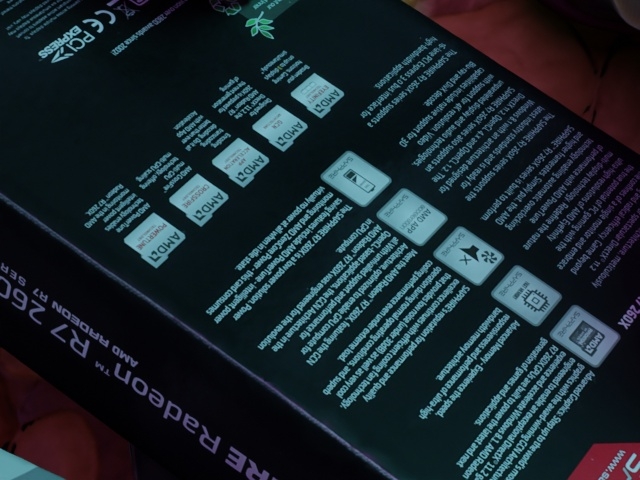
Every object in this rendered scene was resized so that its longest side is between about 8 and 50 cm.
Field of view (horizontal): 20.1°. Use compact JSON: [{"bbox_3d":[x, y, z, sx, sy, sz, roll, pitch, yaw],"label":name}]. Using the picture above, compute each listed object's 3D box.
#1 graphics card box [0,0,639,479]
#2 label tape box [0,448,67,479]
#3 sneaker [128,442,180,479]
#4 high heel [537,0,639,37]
[{"bbox_3d":[0.000,0.000,0.757,0.371,0.094,0.233,35,48,11],"label":"graphics card box"},{"bbox_3d":[-0.148,0.203,0.657,0.334,0.106,0.240,22,104,18],"label":"label tape box"},{"bbox_3d":[-0.028,0.127,0.747,0.083,0.118,0.222,-20,72,-5],"label":"sneaker"},{"bbox_3d":[0.275,-0.133,0.850,0.377,0.181,0.127,9,108,-16],"label":"high heel"}]
